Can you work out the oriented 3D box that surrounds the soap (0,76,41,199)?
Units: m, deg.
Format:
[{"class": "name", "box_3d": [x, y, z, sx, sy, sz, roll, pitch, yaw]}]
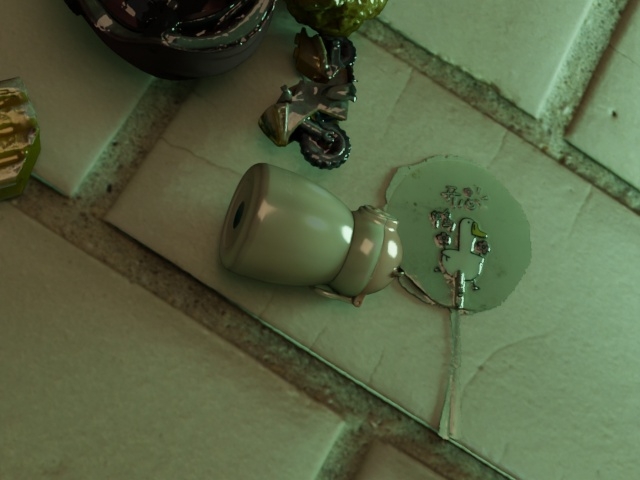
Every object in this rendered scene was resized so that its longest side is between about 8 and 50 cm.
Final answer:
[{"class": "soap", "box_3d": [-0.466, -0.108, 1.323, 0.232, 0.073, 0.140, -18, 80, -20]}]

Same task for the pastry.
[{"class": "pastry", "box_3d": [0.013, -0.398, 1.442, 0.132, 0.240, 0.235, 4, 33, 27]}]

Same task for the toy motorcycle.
[{"class": "toy motorcycle", "box_3d": [-0.016, -0.205, 1.464, 0.130, 0.094, 0.229, 8, 61, -7]}]

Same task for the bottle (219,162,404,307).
[{"class": "bottle", "box_3d": [0.000, 0.000, 1.379, 0.236, 0.147, 0.147, 18, 69, -17]}]

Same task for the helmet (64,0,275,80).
[{"class": "helmet", "box_3d": [-0.207, -0.354, 1.404, 0.338, 0.197, 0.271, 40, 75, 8]}]

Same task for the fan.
[{"class": "fan", "box_3d": [0.193, 0.070, 1.472, 0.233, 0.012, 0.414, 6, 71, -12]}]
